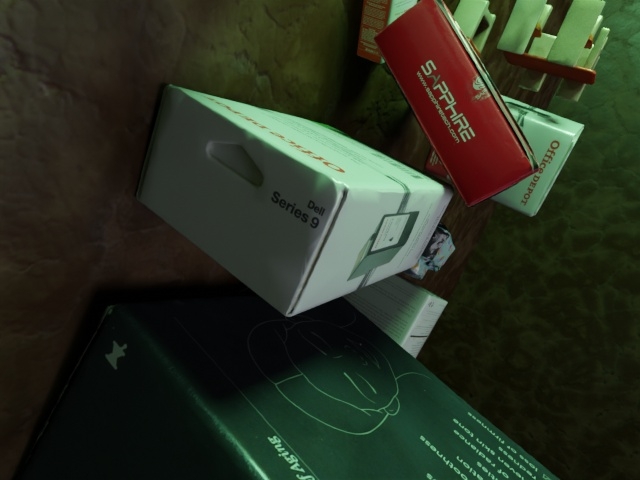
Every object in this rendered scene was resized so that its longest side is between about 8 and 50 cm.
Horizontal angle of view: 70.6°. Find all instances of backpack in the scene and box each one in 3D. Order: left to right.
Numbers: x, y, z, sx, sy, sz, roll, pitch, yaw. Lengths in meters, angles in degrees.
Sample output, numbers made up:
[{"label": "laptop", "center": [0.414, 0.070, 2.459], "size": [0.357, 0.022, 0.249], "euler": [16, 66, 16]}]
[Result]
[{"label": "backpack", "center": [0.212, 0.004, 1.021], "size": [0.144, 0.166, 0.188], "euler": [-60, 152, 7]}]

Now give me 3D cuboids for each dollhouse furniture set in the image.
[{"label": "dollhouse furniture set", "center": [0.348, -0.321, 0.796], "size": [0.262, 0.259, 0.135], "euler": [-7, 121, -60]}]

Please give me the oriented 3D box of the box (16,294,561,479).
[{"label": "box", "center": [0.005, 0.317, 0.558], "size": [0.297, 0.480, 0.472], "euler": [-57, 153, 11]}]

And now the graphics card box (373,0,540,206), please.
[{"label": "graphics card box", "center": [0.204, -0.168, 0.665], "size": [0.094, 0.233, 0.371], "euler": [-30, 175, 20]}]

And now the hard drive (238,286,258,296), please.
[{"label": "hard drive", "center": [-0.043, 0.061, 0.682], "size": [0.135, 0.022, 0.094], "euler": [-26, 164, 23]}]

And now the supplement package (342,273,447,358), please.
[{"label": "supplement package", "center": [0.093, 0.200, 0.906], "size": [0.293, 0.177, 0.175], "euler": [-61, 152, 3]}]

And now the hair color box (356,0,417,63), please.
[{"label": "hair color box", "center": [0.091, -0.311, 0.582], "size": [0.072, 0.043, 0.141], "euler": [-39, 150, -37]}]

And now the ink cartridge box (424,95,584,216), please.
[{"label": "ink cartridge box", "center": [0.404, -0.206, 1.016], "size": [0.114, 0.273, 0.197], "euler": [-32, 145, -45]}]

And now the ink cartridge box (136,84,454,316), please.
[{"label": "ink cartridge box", "center": [-0.009, -0.052, 0.489], "size": [0.289, 0.211, 0.121], "euler": [-9, 128, -58]}]
